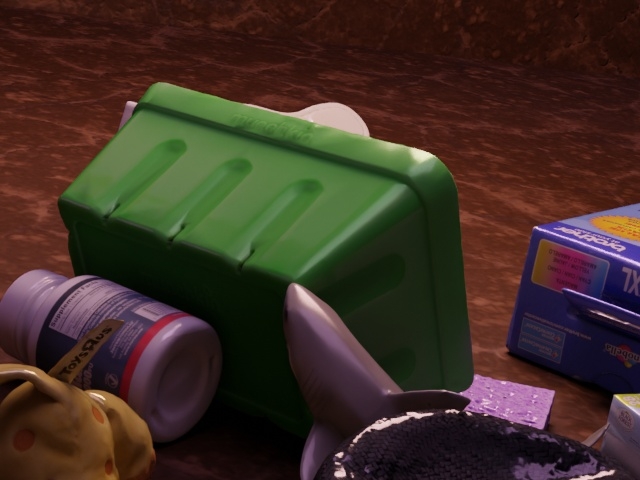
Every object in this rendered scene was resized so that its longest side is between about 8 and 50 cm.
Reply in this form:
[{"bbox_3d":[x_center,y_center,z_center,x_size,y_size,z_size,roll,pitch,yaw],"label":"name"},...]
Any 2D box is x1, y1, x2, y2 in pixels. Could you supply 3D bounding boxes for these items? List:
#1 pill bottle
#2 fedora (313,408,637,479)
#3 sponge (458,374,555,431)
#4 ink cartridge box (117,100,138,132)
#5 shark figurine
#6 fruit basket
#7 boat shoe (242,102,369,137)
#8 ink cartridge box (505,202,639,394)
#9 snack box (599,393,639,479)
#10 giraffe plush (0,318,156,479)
[{"bbox_3d":[-0.182,0.090,1.279,0.180,0.108,0.108,20,19,32],"label":"pill bottle"},{"bbox_3d":[0.099,0.205,0.978,0.334,0.153,0.334,9,17,-3],"label":"fedora"},{"bbox_3d":[0.139,0.166,1.352,0.117,0.031,0.210,13,17,11],"label":"sponge"},{"bbox_3d":[-0.077,-0.063,1.784,0.283,0.117,0.207,18,4,26],"label":"ink cartridge box"},{"bbox_3d":[0.093,0.143,1.139,0.278,0.116,0.166,31,43,-21],"label":"shark figurine"},{"bbox_3d":[0.000,0.000,1.412,0.392,0.283,0.392,-6,31,4],"label":"fruit basket"},{"bbox_3d":[-0.066,-0.128,2.129,0.305,0.091,0.109,-8,61,-42],"label":"boat shoe"},{"bbox_3d":[0.385,0.074,1.616,0.270,0.151,0.395,21,21,33],"label":"ink cartridge box"},{"bbox_3d":[0.379,0.196,1.328,0.207,0.070,0.174,0,19,-26],"label":"snack box"},{"bbox_3d":[-0.149,0.180,0.938,0.181,0.210,0.170,-1,48,-44],"label":"giraffe plush"}]
